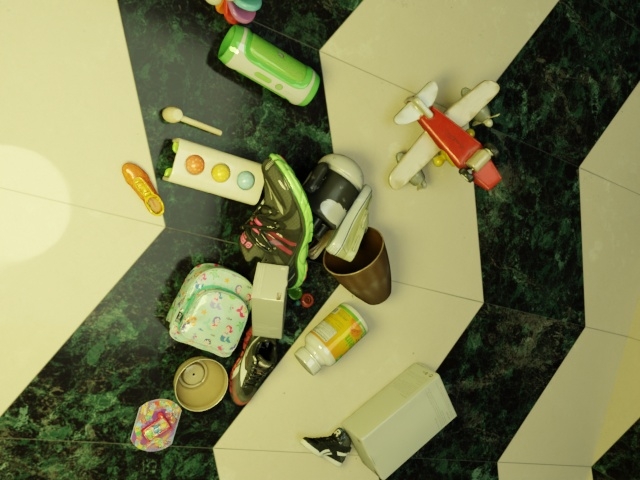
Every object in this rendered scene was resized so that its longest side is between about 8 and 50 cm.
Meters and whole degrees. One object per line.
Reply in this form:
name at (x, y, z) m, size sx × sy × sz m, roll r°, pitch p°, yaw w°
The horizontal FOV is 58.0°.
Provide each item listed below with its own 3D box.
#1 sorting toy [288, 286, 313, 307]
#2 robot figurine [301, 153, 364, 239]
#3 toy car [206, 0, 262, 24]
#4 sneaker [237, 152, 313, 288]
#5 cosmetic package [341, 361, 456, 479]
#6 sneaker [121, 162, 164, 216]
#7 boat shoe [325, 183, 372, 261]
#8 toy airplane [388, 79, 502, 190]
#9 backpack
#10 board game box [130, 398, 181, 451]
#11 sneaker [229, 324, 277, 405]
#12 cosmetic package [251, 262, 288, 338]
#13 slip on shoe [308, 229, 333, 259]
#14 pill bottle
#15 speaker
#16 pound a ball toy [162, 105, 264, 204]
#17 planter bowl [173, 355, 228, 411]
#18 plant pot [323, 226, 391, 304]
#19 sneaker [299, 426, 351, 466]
sorting toy at (-0.074, 0.193, 1.934) m, size 0.102 × 0.042 × 0.061 m, roll 35°, pitch 66°, yaw -16°
robot figurine at (0.020, -0.147, 1.852) m, size 0.173 × 0.209 × 0.278 m, roll 34°, pitch 82°, yaw -11°
toy car at (-0.232, -0.682, 1.627) m, size 0.159 × 0.181 × 0.136 m, roll -25°, pitch 114°, yaw -38°
sneaker at (-0.141, -0.025, 1.703) m, size 0.202 × 0.185 × 0.483 m, roll -13°, pitch 129°, yaw -19°
cosmetic package at (0.294, 0.663, 2.137) m, size 0.384 × 0.156 × 0.217 m, roll -31°, pitch 111°, yaw -19°
sneaker at (-0.496, -0.147, 1.635) m, size 0.064 × 0.067 × 0.175 m, roll -40°, pitch 112°, yaw -15°
boat shoe at (0.112, -0.057, 1.910) m, size 0.094 × 0.109 × 0.302 m, roll 35°, pitch 59°, yaw -11°
toy airplane at (0.429, -0.359, 2.012) m, size 0.385 × 0.272 × 0.385 m, roll -1°, pitch 88°, yaw 8°
backpack at (-0.319, 0.201, 1.723) m, size 0.225 × 0.191 × 0.254 m, roll 27°, pitch 81°, yaw -25°
board game box at (-0.500, 0.572, 1.767) m, size 0.133 × 0.033 × 0.169 m, roll 17°, pitch 90°, yaw -29°
sneaker at (-0.211, 0.404, 1.837) m, size 0.097 × 0.135 × 0.276 m, roll 20°, pitch 90°, yaw -31°
cosmetic package at (-0.152, 0.185, 1.735) m, size 0.107 × 0.127 × 0.238 m, roll 5°, pitch 141°, yaw 1°
slip on shoe at (0.000, 0.000, 1.933) m, size 0.041 × 0.051 × 0.135 m, roll 42°, pitch 86°, yaw -29°
pill bottle at (0.033, 0.337, 1.953) m, size 0.245 × 0.136 × 0.136 m, roll -40°, pitch 114°, yaw -17°
speaker at (-0.150, -0.519, 1.725) m, size 0.296 × 0.131 × 0.131 m, roll 24°, pitch 87°, yaw -29°
pound a ball toy at (-0.314, -0.243, 1.676) m, size 0.319 × 0.135 × 0.208 m, roll 16°, pitch 91°, yaw -30°
planter bowl at (-0.377, 0.424, 1.765) m, size 0.161 × 0.109 × 0.162 m, roll -5°, pitch 100°, yaw -27°
plant pot at (0.153, 0.107, 1.960) m, size 0.215 × 0.215 × 0.230 m, roll -44°, pitch 130°, yaw -15°
sneaker at (0.025, 0.709, 2.050) m, size 0.217 × 0.079 × 0.121 m, roll 42°, pitch 75°, yaw -35°
